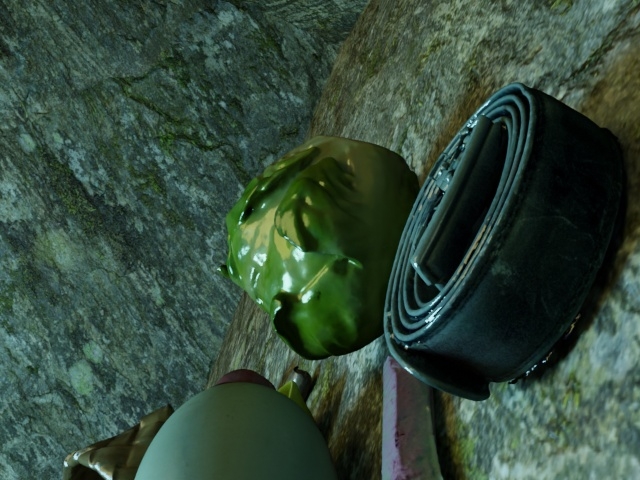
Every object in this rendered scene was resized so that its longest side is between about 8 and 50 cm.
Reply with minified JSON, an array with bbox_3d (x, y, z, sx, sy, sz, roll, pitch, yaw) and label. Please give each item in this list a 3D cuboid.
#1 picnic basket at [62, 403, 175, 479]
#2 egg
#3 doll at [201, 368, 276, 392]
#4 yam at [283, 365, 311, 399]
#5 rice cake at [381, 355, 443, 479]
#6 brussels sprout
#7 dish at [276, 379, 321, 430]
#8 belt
[{"bbox_3d":[-0.258,0.432,1.042,0.293,0.337,0.337,122,168,-49],"label":"picnic basket"},{"bbox_3d":[-0.090,0.305,0.856,0.371,0.230,0.229,-95,28,-60],"label":"egg"},{"bbox_3d":[-0.165,0.348,1.447,0.255,0.152,0.196,-59,-6,-30],"label":"doll"},{"bbox_3d":[-0.079,0.325,1.341,0.046,0.046,0.263,-95,30,-72],"label":"yam"},{"bbox_3d":[0.082,0.187,0.704,0.290,0.051,0.081,-83,18,-60],"label":"rice cake"},{"bbox_3d":[0.003,0.001,1.033,0.260,0.227,0.294,13,79,50],"label":"brussels sprout"},{"bbox_3d":[-0.053,0.302,1.134,0.207,0.080,0.149,-64,13,6],"label":"dish"},{"bbox_3d":[0.135,0.000,0.651,0.206,0.116,0.267,-43,22,59],"label":"belt"}]
